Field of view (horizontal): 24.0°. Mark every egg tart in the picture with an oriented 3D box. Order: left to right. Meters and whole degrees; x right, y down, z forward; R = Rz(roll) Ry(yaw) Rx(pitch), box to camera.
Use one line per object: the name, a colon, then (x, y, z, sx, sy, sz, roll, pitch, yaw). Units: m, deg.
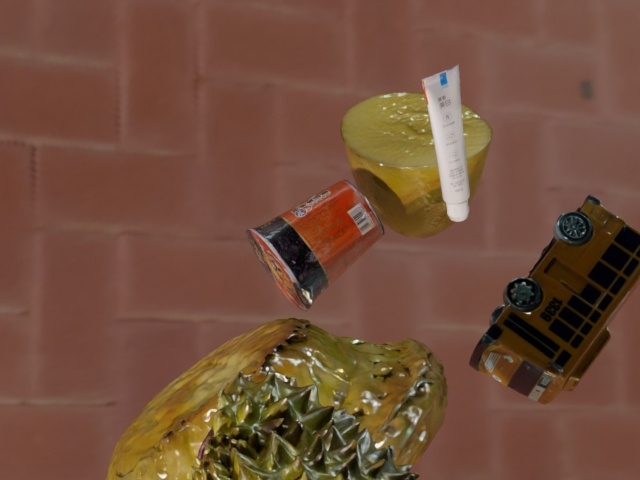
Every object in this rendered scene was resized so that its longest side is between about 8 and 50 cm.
egg tart: (-0.079, 0.212, 1.481, 0.443, 0.443, 0.178, -40, 97, -27)

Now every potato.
potato: (0.121, -0.082, 1.937, 0.178, 0.203, 0.158, -48, 145, -44)

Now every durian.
durian: (-0.007, 0.115, 0.798, 0.119, 0.186, 0.108, -16, 63, 10)

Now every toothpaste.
toothpaste: (0.143, -0.104, 1.669, 0.048, 0.031, 0.190, -24, 126, -18)

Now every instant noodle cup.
instant noodle cup: (-0.001, -0.002, 1.828, 0.136, 0.127, 0.127, -37, 97, -11)

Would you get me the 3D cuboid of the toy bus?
toy bus: (0.247, 0.067, 1.529, 0.114, 0.098, 0.201, 36, 67, 11)
